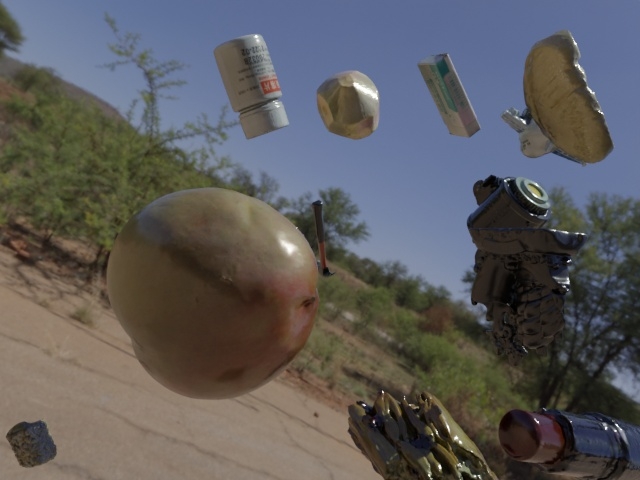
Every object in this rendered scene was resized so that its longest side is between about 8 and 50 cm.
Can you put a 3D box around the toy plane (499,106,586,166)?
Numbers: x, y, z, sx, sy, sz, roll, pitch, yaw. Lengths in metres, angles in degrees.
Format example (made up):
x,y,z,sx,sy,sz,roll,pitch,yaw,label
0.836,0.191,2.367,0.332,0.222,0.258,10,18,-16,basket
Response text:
x,y,z,sx,sy,sz,roll,pitch,yaw,label
0.606,-0.283,1.553,0.266,0.123,0.267,31,6,-4,toy plane

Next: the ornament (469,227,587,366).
x,y,z,sx,sy,sz,roll,pitch,yaw,label
0.362,0.106,1.035,0.106,0.261,0.251,0,-1,-20,ornament

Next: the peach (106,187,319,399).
x,y,z,sx,sy,sz,roll,pitch,yaw,label
-0.141,0.072,0.772,0.292,0.292,0.247,27,25,30,peach

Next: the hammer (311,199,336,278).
x,y,z,sx,sy,sz,roll,pitch,yaw,label
0.001,0.000,1.753,0.111,0.033,0.288,46,-29,47,hammer

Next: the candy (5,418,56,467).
x,y,z,sx,sy,sz,roll,pitch,yaw,label
-0.672,0.472,1.342,0.095,0.085,0.110,-4,72,-78,candy

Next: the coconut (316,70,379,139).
x,y,z,sx,sy,sz,roll,pitch,yaw,label
0.095,-0.436,1.854,0.197,0.237,0.237,-15,0,-4,coconut

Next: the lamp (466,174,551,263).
x,y,z,sx,sy,sz,roll,pitch,yaw,label
0.655,-0.077,1.974,0.205,0.374,0.272,9,-25,-29,lamp

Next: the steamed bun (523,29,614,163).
x,y,z,sx,sy,sz,roll,pitch,yaw,label
0.417,-0.251,1.002,0.212,0.110,0.231,62,24,-15,steamed bun

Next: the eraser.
x,y,z,sx,sy,sz,roll,pitch,yaw,label
0.341,-0.382,1.520,0.225,0.052,0.095,57,-9,-25,eraser

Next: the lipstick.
x,y,z,sx,sy,sz,roll,pitch,yaw,label
0.299,0.232,0.643,0.299,0.081,0.081,20,3,-36,lipstick

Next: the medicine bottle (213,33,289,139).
x,y,z,sx,sy,sz,roll,pitch,yaw,label
-0.182,-0.407,1.533,0.144,0.144,0.252,-163,-125,-72,medicine bottle

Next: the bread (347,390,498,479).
x,y,z,sx,sy,sz,roll,pitch,yaw,label
0.241,0.465,1.125,0.370,0.191,0.314,42,-13,46,bread
